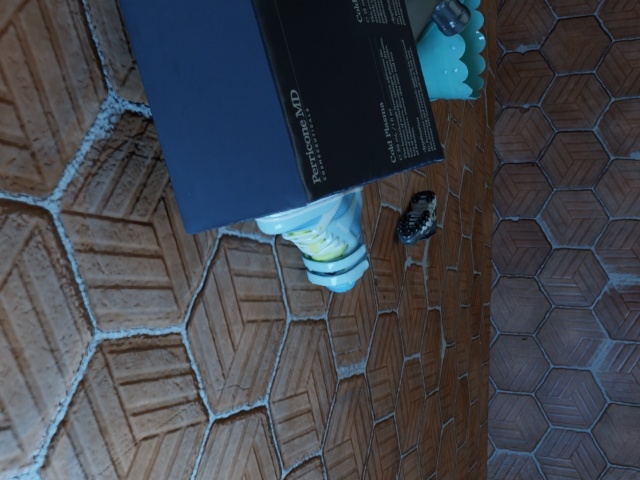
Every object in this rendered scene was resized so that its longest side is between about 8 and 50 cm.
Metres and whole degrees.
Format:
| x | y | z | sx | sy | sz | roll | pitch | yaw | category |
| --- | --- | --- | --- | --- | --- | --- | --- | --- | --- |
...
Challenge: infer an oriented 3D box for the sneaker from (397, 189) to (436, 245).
| x | y | z | sx | sy | sz | roll | pitch | yaw | category |
| --- | --- | --- | --- | --- | --- | --- | --- | --- | --- |
| 0.257 | -0.034 | 1.665 | 0.234 | 0.078 | 0.106 | -57 | 138 | -53 | sneaker |

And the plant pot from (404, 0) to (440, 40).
| x | y | z | sx | sy | sz | roll | pitch | yaw | category |
| --- | --- | --- | --- | --- | --- | --- | --- | --- | --- |
| 0.099 | -0.428 | 1.120 | 0.263 | 0.263 | 0.229 | -61 | 173 | -47 | plant pot |

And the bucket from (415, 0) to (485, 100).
| x | y | z | sx | sy | sz | roll | pitch | yaw | category |
| --- | --- | --- | --- | --- | --- | --- | --- | --- | --- |
| 0.294 | -0.476 | 1.612 | 0.281 | 0.183 | 0.281 | 0 | 90 | -65 | bucket |

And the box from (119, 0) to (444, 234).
| x | y | z | sx | sy | sz | roll | pitch | yaw | category |
| --- | --- | --- | --- | --- | --- | --- | --- | --- | --- |
| -0.037 | -0.216 | 0.753 | 0.312 | 0.178 | 0.343 | -22 | 98 | -54 | box |

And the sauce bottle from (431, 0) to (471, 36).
| x | y | z | sx | sy | sz | roll | pitch | yaw | category |
| --- | --- | --- | --- | --- | --- | --- | --- | --- | --- |
| 0.168 | -0.536 | 1.275 | 0.344 | 0.111 | 0.111 | 37 | 54 | -33 | sauce bottle |

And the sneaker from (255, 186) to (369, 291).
| x | y | z | sx | sy | sz | roll | pitch | yaw | category |
| --- | --- | --- | --- | --- | --- | --- | --- | --- | --- |
| 0.000 | 0.000 | 1.038 | 0.319 | 0.127 | 0.208 | -27 | 113 | -62 | sneaker |
